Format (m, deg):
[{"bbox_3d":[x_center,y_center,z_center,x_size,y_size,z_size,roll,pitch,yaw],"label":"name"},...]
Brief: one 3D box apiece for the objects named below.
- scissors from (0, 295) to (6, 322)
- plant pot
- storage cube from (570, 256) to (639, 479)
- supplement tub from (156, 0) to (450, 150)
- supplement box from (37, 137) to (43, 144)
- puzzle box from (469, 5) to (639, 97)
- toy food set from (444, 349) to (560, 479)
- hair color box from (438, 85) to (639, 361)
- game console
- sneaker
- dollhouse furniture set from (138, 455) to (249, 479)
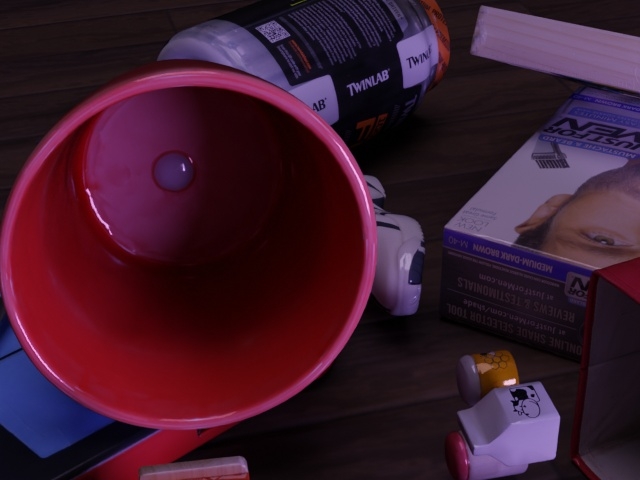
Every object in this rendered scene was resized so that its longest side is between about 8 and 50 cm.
[{"bbox_3d":[-0.278,0.020,1.149,0.109,0.021,0.297,6,31,19],"label":"scissors"},{"bbox_3d":[-0.108,-0.025,0.971,0.274,0.275,0.243,-6,21,-6],"label":"plant pot"},{"bbox_3d":[0.318,0.113,0.877,0.193,0.184,0.215,-15,34,-21],"label":"storage cube"},{"bbox_3d":[-0.012,-0.184,1.365,0.316,0.194,0.193,-29,41,-36],"label":"supplement tub"},{"bbox_3d":[-0.252,-0.090,1.356,0.083,0.056,0.083,20,38,31],"label":"supplement box"},{"bbox_3d":[0.362,-0.174,1.300,0.272,0.052,0.409,17,10,29],"label":"puzzle box"},{"bbox_3d":[0.115,0.175,0.854,0.104,0.111,0.232,-8,35,-10],"label":"toy food set"},{"bbox_3d":[0.270,-0.025,1.178,0.185,0.110,0.339,17,38,26],"label":"hair color box"},{"bbox_3d":[-0.211,0.089,1.064,0.386,0.060,0.342,-26,39,-34],"label":"game console"},{"bbox_3d":[0.000,0.000,1.141,0.153,0.094,0.235,0,30,-14],"label":"sneaker"},{"bbox_3d":[-0.066,0.263,0.700,0.261,0.135,0.259,-5,32,-6],"label":"dollhouse furniture set"}]
